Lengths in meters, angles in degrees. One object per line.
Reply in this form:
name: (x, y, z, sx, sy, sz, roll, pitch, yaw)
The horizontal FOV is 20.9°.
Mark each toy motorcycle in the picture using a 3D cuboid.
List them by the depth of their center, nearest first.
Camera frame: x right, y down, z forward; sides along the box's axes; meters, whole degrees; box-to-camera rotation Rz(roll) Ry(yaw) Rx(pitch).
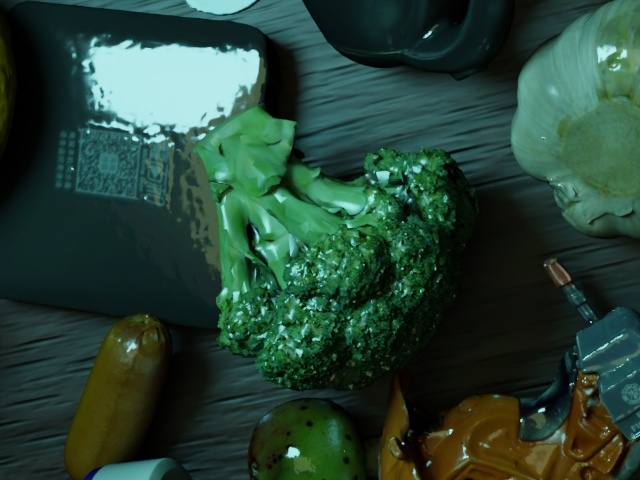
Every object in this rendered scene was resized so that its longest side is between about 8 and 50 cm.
toy motorcycle: (0.180, 0.167, 1.552, 0.326, 0.148, 0.221, -34, 107, 15)

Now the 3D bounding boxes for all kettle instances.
kettle: (0.067, -0.277, 1.488, 0.268, 0.207, 0.290, 31, 135, 49)

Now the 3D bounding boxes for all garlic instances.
garlic: (0.279, -0.107, 1.495, 0.228, 0.152, 0.227, 12, 129, 15)

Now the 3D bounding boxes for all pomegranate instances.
pomegranate: (-0.007, 0.206, 1.611, 0.130, 0.130, 0.130, 1, 93, 14)

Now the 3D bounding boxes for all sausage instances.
sausage: (-0.190, 0.151, 1.645, 0.076, 0.076, 0.197, 28, 120, 11)

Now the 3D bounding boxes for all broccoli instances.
broccoli: (0.000, 0.000, 1.517, 0.270, 0.270, 0.270, -39, 96, 13)

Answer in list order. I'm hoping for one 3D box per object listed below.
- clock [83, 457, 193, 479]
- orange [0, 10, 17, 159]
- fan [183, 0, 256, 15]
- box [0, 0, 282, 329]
clock: (-0.154, 0.317, 1.588, 0.083, 0.230, 0.230, -9, 91, 10)
orange: (-0.400, -0.145, 1.620, 0.183, 0.249, 0.249, 5, 96, -30)
fan: (-0.099, -0.302, 1.654, 0.113, 0.005, 0.175, -7, 93, 15)
box: (-0.187, -0.073, 1.655, 0.289, 0.073, 0.290, 7, 95, 14)
